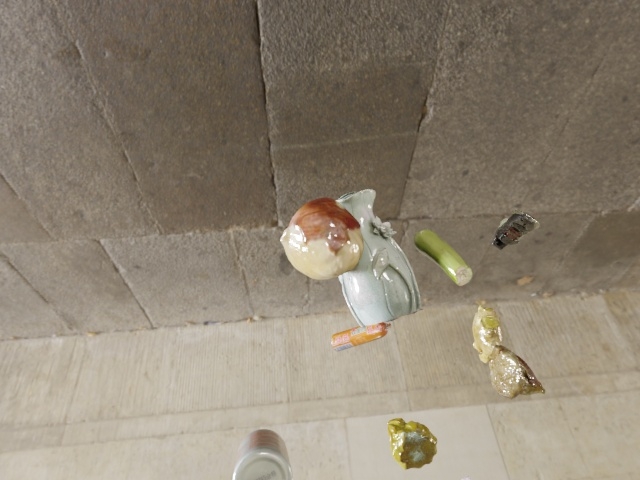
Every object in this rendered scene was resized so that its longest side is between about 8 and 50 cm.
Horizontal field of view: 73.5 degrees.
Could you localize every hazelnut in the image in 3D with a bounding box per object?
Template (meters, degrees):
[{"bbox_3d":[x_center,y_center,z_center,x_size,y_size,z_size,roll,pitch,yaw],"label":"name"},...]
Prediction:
[{"bbox_3d":[0.000,0.000,1.319,0.242,0.260,0.261,-4,144,-23],"label":"hazelnut"}]

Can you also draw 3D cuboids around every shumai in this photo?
[{"bbox_3d":[0.460,0.312,1.030,0.105,0.122,0.139,0,172,-23],"label":"shumai"}]

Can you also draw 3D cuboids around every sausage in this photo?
[{"bbox_3d":[0.205,0.461,2.100,0.313,0.092,0.093,-24,139,26],"label":"sausage"}]

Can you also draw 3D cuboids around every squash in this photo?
[{"bbox_3d":[0.385,0.043,1.372,0.083,0.250,0.083,-14,127,-20],"label":"squash"}]

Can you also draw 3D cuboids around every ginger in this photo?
[{"bbox_3d":[0.617,0.332,1.589,0.102,0.216,0.157,0,139,8],"label":"ginger"}]

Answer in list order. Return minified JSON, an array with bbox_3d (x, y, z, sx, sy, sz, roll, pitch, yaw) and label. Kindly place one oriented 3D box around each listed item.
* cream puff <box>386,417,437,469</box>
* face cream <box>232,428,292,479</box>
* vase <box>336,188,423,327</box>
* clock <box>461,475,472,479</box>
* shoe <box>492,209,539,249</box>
[{"bbox_3d":[0.265,0.598,1.282,0.147,0.116,0.146,-4,103,-15],"label":"cream puff"},{"bbox_3d":[-0.112,0.419,0.823,0.101,0.100,0.251,0,169,-8],"label":"face cream"},{"bbox_3d":[0.163,0.053,1.435,0.250,0.444,0.250,-18,170,-3],"label":"vase"},{"bbox_3d":[0.516,0.863,1.453,0.041,0.087,0.129,-23,122,-7],"label":"clock"},{"bbox_3d":[0.658,-0.028,1.466,0.112,0.099,0.227,-52,169,-2],"label":"shoe"}]
